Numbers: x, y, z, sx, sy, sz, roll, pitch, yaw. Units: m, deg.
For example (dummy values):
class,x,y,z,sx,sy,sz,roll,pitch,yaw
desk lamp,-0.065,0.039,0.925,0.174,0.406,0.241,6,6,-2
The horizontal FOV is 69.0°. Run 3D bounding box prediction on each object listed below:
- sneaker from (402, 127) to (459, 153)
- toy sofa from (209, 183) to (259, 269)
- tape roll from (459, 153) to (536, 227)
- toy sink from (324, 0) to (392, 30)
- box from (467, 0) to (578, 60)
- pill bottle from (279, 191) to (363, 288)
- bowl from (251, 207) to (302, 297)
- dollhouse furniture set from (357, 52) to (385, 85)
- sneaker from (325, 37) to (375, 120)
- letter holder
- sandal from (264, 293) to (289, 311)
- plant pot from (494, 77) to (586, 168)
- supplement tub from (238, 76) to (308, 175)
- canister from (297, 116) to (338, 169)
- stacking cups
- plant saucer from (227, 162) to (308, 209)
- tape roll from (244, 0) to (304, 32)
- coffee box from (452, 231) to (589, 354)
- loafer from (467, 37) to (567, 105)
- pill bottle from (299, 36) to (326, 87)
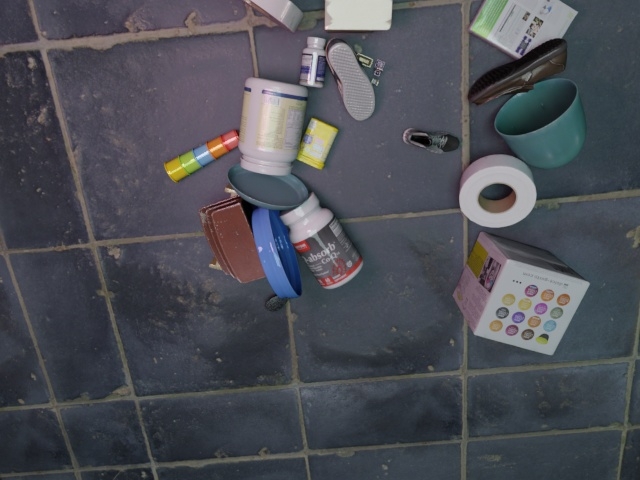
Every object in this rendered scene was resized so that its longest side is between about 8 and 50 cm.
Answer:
class,x,y,z,sx,sy,sz,roll,pitch,yaw
sneaker,0.439,-0.379,1.806,0.228,0.132,0.086,7,109,-2
toy sofa,-0.327,-0.048,1.910,0.176,0.150,0.363,15,108,-4
tape roll,0.691,-0.191,1.832,0.285,0.100,0.287,9,131,10
toy sink,0.135,-0.826,1.659,0.233,0.131,0.153,1,109,5
box,0.736,-0.803,1.706,0.321,0.058,0.233,26,107,-10
pill bottle,0.000,0.000,1.894,0.210,0.210,0.363,-32,105,10
bowl,-0.168,0.041,1.813,0.077,0.391,0.392,-17,108,5
dollhouse furniture set,0.180,-0.646,1.744,0.114,0.081,0.091,20,107,-7
sneaker,0.115,-0.610,1.741,0.126,0.128,0.321,-22,134,8
letter holder,-0.337,0.005,1.771,0.214,0.152,0.302,-17,110,4
sandal,-0.170,0.252,2.074,0.179,0.040,0.067,-38,111,-3
plant pot,0.837,-0.408,1.726,0.293,0.293,0.235,-38,120,12
supplement tub,-0.182,-0.426,1.737,0.235,0.235,0.325,10,109,-3
canister,-0.015,-0.384,1.838,0.126,0.073,0.170,23,106,-8
stacking cups,-0.462,-0.346,1.842,0.316,0.096,0.096,-29,106,8
plant saucer,-0.203,-0.203,1.778,0.317,0.318,0.044,18,121,-6
tape roll,-0.232,-0.820,1.526,0.391,0.392,0.072,30,106,-10
coffee box,0.789,0.206,1.895,0.337,0.338,0.335,16,109,-5
loafer,0.727,-0.585,1.708,0.365,0.134,0.130,-23,122,28
pill bottle,-0.024,-0.662,1.732,0.094,0.094,0.170,7,109,-2
